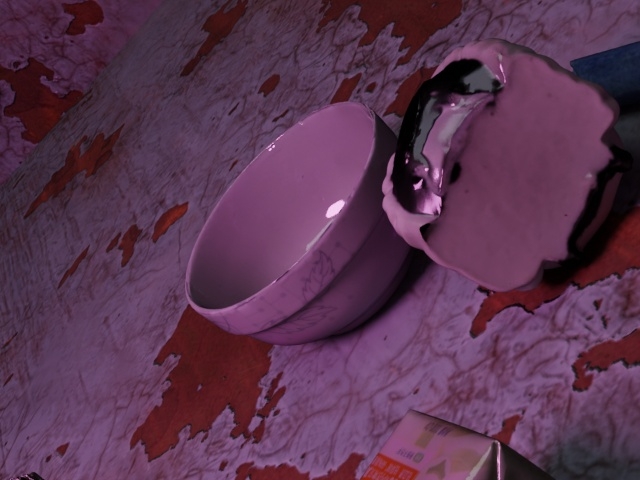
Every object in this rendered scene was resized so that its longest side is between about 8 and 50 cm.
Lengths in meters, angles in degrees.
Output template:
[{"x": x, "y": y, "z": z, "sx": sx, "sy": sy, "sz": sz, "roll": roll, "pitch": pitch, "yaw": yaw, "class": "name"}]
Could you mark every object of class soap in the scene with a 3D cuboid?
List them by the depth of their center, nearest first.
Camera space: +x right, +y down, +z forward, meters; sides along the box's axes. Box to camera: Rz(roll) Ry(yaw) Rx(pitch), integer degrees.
[{"x": 0.092, "y": 0.237, "z": 0.949, "sx": 0.182, "sy": 0.138, "sz": 0.199, "roll": -55, "pitch": 12, "yaw": -9, "class": "soap"}]

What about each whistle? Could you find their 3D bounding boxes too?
[{"x": 0.342, "y": -0.169, "z": 1.227, "sx": 0.304, "sy": 0.062, "sz": 0.062, "roll": -10, "pitch": 46, "yaw": 54, "class": "whistle"}]

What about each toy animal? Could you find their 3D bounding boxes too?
[{"x": 0.169, "y": -0.071, "z": 1.229, "sx": 0.156, "sy": 0.204, "sz": 0.208, "roll": -110, "pitch": 44, "yaw": -78, "class": "toy animal"}]

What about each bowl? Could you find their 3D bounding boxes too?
[{"x": 0.000, "y": 0.000, "z": 1.452, "sx": 0.287, "sy": 0.143, "sz": 0.287, "roll": -38, "pitch": 28, "yaw": 24, "class": "bowl"}]

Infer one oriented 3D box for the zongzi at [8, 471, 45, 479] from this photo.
[{"x": -0.134, "y": 0.314, "z": 1.247, "sx": 0.418, "sy": 0.181, "sz": 0.447, "roll": -30, "pitch": 25, "yaw": 5, "class": "zongzi"}]
